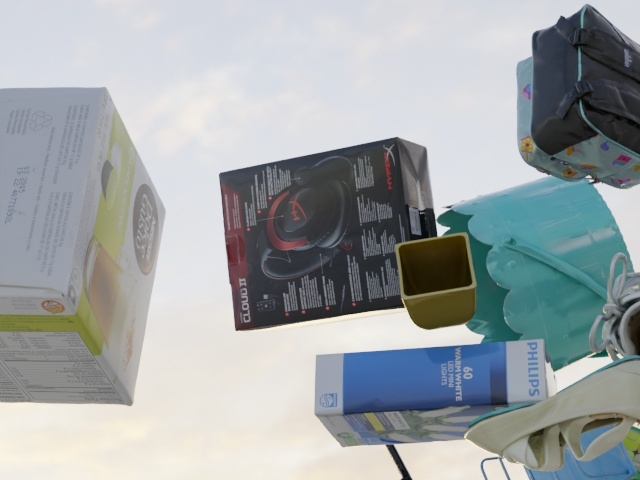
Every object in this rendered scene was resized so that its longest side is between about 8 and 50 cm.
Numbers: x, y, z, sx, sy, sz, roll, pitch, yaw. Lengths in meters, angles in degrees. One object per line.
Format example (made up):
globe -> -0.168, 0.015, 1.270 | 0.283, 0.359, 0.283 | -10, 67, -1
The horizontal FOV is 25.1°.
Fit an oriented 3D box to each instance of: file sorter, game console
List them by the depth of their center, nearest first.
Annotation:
game console -> 0.093, 0.332, 1.878 | 0.071, 0.107, 0.122 | -29, -31, -1
file sorter -> 0.316, 0.305, 1.948 | 0.104, 0.118, 0.170 | 2, -35, -39

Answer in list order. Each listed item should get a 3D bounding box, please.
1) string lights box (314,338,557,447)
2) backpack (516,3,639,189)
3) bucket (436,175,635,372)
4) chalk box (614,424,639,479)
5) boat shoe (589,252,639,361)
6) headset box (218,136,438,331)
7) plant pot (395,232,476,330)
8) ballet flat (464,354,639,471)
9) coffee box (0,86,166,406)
string lights box -> 0.134, 0.175, 1.636 | 0.260, 0.076, 0.133 | -5, -26, 15
backpack -> 0.305, -0.140, 1.554 | 0.188, 0.166, 0.144 | 18, -32, -29
bucket -> 0.286, 0.048, 1.885 | 0.183, 0.281, 0.281 | -20, -25, -6
chalk box -> 0.488, 0.357, 2.184 | 0.132, 0.132, 0.213 | 22, -5, 38
boat shoe -> 0.354, 0.088, 1.513 | 0.156, 0.136, 0.367 | 8, 3, -13
headset box -> 0.000, 0.000, 1.883 | 0.293, 0.218, 0.110 | -11, -8, 24
plant pot -> 0.131, 0.054, 1.577 | 0.081, 0.081, 0.083 | -10, -44, 6
ballet flat -> 0.242, 0.192, 1.458 | 0.086, 0.086, 0.248 | 9, -29, -37
coffee box -> -0.437, 0.014, 2.025 | 0.338, 0.337, 0.334 | 0, -31, 11
